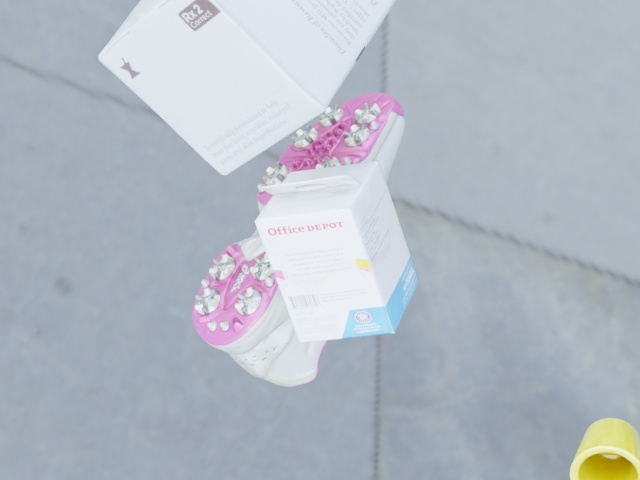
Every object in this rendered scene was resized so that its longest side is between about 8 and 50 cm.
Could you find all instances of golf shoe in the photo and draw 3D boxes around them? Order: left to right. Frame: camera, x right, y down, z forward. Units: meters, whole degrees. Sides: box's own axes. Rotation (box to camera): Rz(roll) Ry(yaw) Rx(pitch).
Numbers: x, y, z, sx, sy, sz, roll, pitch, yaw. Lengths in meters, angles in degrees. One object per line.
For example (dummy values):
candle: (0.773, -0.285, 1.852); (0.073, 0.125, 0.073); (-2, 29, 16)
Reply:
golf shoe: (0.000, 0.000, 1.759); (0.140, 0.115, 0.306); (48, 65, -35)

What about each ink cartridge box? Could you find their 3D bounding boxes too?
ink cartridge box: (0.014, 0.002, 1.601); (0.090, 0.092, 0.143); (-58, 135, -54)

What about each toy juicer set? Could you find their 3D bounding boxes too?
toy juicer set: (0.363, 0.308, 1.733); (0.329, 0.209, 0.089); (21, 32, 0)

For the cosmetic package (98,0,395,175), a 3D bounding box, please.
cosmetic package: (-0.055, -0.185, 1.547); (0.151, 0.151, 0.183); (43, 50, -15)
